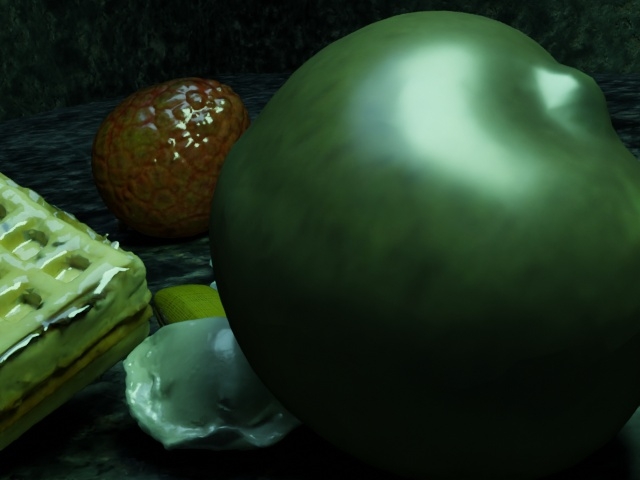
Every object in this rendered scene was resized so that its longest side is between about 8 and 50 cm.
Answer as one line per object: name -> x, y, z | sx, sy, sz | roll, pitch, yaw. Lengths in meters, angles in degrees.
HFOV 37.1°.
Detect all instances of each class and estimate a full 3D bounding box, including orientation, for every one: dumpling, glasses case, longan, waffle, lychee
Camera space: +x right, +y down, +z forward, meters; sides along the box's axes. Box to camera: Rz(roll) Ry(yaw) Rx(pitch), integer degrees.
dumpling -> -0.082, 0.132, 0.806 | 0.188, 0.108, 0.127 | 10, 44, 6
glasses case -> -0.115, 0.094, 0.991 | 0.079, 0.064, 0.234 | -10, 17, -23
longan -> 0.094, 0.006, 0.722 | 0.361, 0.361, 0.361 | -6, 17, 2
waffle -> -0.355, 0.083, 0.768 | 0.261, 0.114, 0.376 | 33, 47, 21
lychee -> -0.225, -0.117, 1.467 | 0.255, 0.300, 0.255 | 15, 40, -13

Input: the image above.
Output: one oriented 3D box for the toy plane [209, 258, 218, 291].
toy plane -> 0.002, 0.005, 1.213 | 0.267, 0.212, 0.088 | 17, -19, 15
